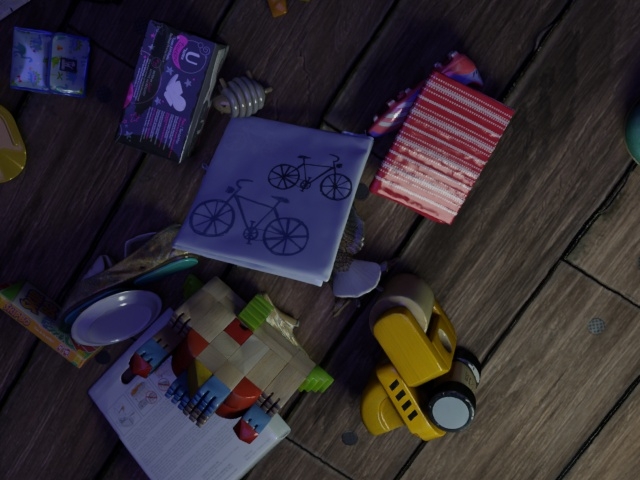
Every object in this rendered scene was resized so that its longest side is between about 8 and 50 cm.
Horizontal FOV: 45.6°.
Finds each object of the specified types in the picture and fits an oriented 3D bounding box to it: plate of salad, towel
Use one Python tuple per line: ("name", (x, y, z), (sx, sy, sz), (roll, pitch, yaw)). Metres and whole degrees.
("plate of salad", (-0.439, 0.162, 1.639), (0.200, 0.200, 0.048), (-39, 61, 12))
("towel", (0.238, -0.178, 1.518), (0.199, 0.031, 0.275), (22, 109, -17))

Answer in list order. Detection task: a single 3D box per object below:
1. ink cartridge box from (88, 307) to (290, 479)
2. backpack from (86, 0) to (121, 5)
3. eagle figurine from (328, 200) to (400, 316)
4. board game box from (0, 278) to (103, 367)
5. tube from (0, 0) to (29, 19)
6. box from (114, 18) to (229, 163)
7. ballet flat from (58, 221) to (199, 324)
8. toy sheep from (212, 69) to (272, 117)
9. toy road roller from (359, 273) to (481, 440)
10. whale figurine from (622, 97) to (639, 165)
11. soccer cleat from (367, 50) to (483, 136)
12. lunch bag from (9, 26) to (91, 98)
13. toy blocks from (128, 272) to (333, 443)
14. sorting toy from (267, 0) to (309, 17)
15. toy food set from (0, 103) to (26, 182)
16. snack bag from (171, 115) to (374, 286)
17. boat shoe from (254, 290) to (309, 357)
("ink cartridge box", (-0.304, 0.389, 1.726), (0.308, 0.091, 0.385), (-45, 76, 13))
("backpack", (-0.495, -0.551, 1.523), (0.182, 0.152, 0.115), (23, 98, 15))
("eagle figurine", (-0.007, 0.004, 1.545), (0.225, 0.226, 0.298), (-30, 102, 32))
("board game box", (-0.603, 0.174, 1.678), (0.259, 0.124, 0.039), (35, 102, -1))
("tube", (-0.707, -0.581, 1.579), (0.070, 0.062, 0.240), (-16, 109, 54))
("box", (-0.291, -0.297, 1.528), (0.142, 0.163, 0.247), (21, 103, -1))
("ballet flat", (-0.423, 0.064, 1.651), (0.348, 0.123, 0.123), (-27, 97, 12))
("toy sheep", (-0.158, -0.295, 1.554), (0.132, 0.091, 0.091), (-23, 99, -17))
("toy road roller", (0.168, 0.259, 1.570), (0.240, 0.202, 0.329), (-28, 98, 22))
("whale figurine", (0.709, -0.241, 1.431), (0.272, 0.141, 0.216), (-42, 94, 12))
("soccer cleat", (0.207, -0.274, 1.519), (0.248, 0.083, 0.095), (-39, 99, 10))
("lunch bag", (-0.559, -0.369, 1.586), (0.151, 0.096, 0.129), (7, 100, -9))
("toy blocks", (-0.198, 0.256, 1.537), (0.381, 0.261, 0.191), (41, 132, 4))
("sorting toy", (-0.078, -0.617, 1.501), (0.229, 0.041, 0.307), (-19, 98, 10))
("toy food set", (-0.719, -0.231, 1.647), (0.128, 0.071, 0.218), (-20, 101, -14))
("snack bag", (-0.090, -0.097, 1.506), (0.323, 0.037, 0.342), (12, 65, 13))
("boat shoe", (-0.080, 0.185, 1.655), (0.072, 0.068, 0.190), (-24, 109, -2))
